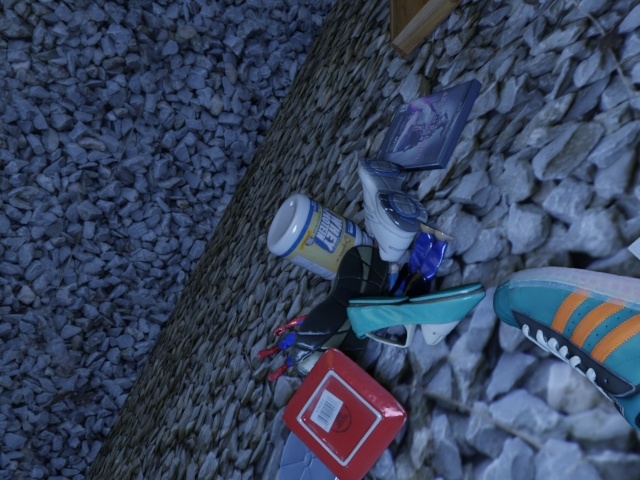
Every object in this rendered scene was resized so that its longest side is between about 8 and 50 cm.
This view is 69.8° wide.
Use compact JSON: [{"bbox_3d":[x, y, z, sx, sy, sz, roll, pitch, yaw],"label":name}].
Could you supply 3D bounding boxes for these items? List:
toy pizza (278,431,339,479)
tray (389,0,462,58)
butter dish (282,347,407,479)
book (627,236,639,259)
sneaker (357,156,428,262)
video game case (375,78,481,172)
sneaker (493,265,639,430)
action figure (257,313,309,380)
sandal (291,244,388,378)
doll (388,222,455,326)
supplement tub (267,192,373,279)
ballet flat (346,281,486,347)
[{"bbox_3d":[-0.010,0.393,0.813,0.201,0.032,0.201,-46,28,32],"label":"toy pizza"},{"bbox_3d":[0.297,-0.727,1.346,0.203,0.076,0.411,-39,33,41],"label":"tray"},{"bbox_3d":[0.049,0.268,0.736,0.160,0.118,0.160,37,103,22],"label":"butter dish"},{"bbox_3d":[0.387,-0.010,0.433,0.144,0.035,0.096,-51,29,26],"label":"book"},{"bbox_3d":[0.123,-0.077,0.949,0.297,0.111,0.129,-95,18,-52],"label":"sneaker"},{"bbox_3d":[0.223,-0.242,1.032,0.196,0.026,0.274,-65,23,-6],"label":"video game case"},{"bbox_3d":[0.278,0.105,0.436,0.121,0.108,0.302,-62,24,-11],"label":"sneaker"},{"bbox_3d":[-0.063,0.228,0.975,0.280,0.139,0.091,-42,71,36],"label":"action figure"},{"bbox_3d":[0.050,0.139,0.870,0.303,0.120,0.086,-56,-15,-35],"label":"sandal"},{"bbox_3d":[0.160,0.066,0.798,0.129,0.046,0.189,37,105,57],"label":"doll"},{"bbox_3d":[0.000,0.000,1.005,0.144,0.200,0.144,-46,29,34],"label":"supplement tub"},{"bbox_3d":[0.149,0.122,0.717,0.247,0.083,0.087,-14,86,41],"label":"ballet flat"}]
